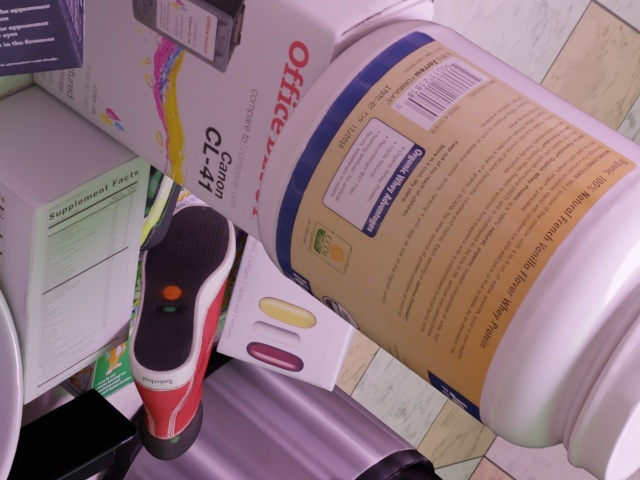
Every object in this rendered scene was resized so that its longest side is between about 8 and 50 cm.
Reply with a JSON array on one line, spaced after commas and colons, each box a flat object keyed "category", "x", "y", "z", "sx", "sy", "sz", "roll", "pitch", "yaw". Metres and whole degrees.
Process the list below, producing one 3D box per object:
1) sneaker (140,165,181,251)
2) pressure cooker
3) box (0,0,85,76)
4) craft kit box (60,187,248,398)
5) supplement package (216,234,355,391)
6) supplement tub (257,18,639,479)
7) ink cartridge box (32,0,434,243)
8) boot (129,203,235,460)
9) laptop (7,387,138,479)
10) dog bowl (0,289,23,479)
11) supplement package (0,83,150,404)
[{"category": "sneaker", "x": -0.178, "y": -0.095, "z": 1.341, "sx": 0.097, "sy": 0.084, "sz": 0.235, "roll": 9, "pitch": 103, "yaw": -31}, {"category": "pressure cooker", "x": -0.035, "y": 0.372, "z": 1.812, "sx": 0.370, "sy": 0.420, "sz": 0.375, "roll": -33, "pitch": 149, "yaw": -41}, {"category": "box", "x": -0.253, "y": -0.211, "z": 0.935, "sx": 0.153, "sy": 0.108, "sz": 0.207, "roll": -6, "pitch": 147, "yaw": 0}, {"category": "craft kit box", "x": -0.173, "y": 0.038, "z": 1.569, "sx": 0.250, "sy": 0.061, "sz": 0.247, "roll": -31, "pitch": 144, "yaw": -42}, {"category": "supplement package", "x": 0.000, "y": 0.000, "z": 1.612, "sx": 0.204, "sy": 0.145, "sz": 0.262, "roll": -65, "pitch": 172, "yaw": -62}, {"category": "supplement tub", "x": 0.135, "y": 0.006, "z": 1.003, "sx": 0.228, "sy": 0.316, "sz": 0.228, "roll": -40, "pitch": 152, "yaw": -27}, {"category": "ink cartridge box", "x": -0.085, "y": -0.166, "z": 1.142, "sx": 0.131, "sy": 0.306, "sz": 0.226, "roll": -31, "pitch": 147, "yaw": -42}, {"category": "boot", "x": -0.142, "y": 0.095, "z": 1.432, "sx": 0.176, "sy": 0.088, "sz": 0.244, "roll": 93, "pitch": 7, "yaw": -48}, {"category": "laptop", "x": -0.308, "y": 0.275, "z": 1.475, "sx": 0.234, "sy": 0.136, "sz": 0.264, "roll": -28, "pitch": 148, "yaw": -19}, {"category": "dog bowl", "x": -0.357, "y": 0.124, "z": 1.119, "sx": 0.265, "sy": 0.104, "sz": 0.265, "roll": -4, "pitch": 90, "yaw": -67}, {"category": "supplement package", "x": -0.255, "y": 0.001, "z": 1.264, "sx": 0.139, "sy": 0.134, "sz": 0.244, "roll": -32, "pitch": 148, "yaw": -40}]
